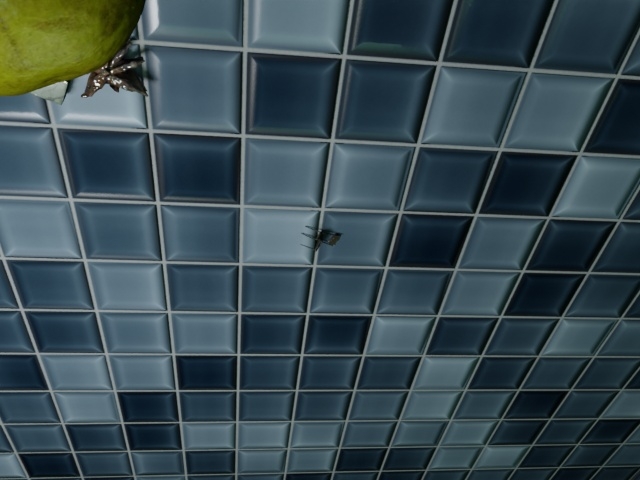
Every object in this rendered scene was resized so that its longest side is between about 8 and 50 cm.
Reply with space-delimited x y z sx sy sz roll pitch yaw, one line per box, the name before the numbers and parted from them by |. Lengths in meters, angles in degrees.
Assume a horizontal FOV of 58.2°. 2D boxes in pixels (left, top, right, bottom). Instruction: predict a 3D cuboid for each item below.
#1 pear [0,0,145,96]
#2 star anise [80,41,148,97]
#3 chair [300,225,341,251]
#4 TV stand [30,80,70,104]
pear | -0.384 -0.355 0.675 0.413 0.352 0.352 -37 128 3
star anise | -0.344 -0.288 0.919 0.124 0.056 0.129 -2 133 -3
chair | 0.001 0.002 1.228 0.086 0.042 0.037 16 133 -19
TV stand | -0.534 -0.290 0.910 0.256 0.040 0.049 19 126 -22
